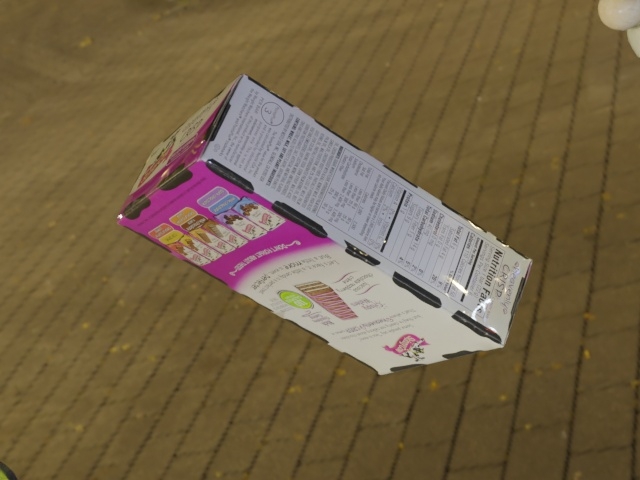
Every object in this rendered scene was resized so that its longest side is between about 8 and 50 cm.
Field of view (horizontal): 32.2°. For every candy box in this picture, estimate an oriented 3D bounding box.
[{"bbox_3d":[0.000,0.000,0.745,0.159,0.233,0.071,-24,37,59],"label":"candy box"}]

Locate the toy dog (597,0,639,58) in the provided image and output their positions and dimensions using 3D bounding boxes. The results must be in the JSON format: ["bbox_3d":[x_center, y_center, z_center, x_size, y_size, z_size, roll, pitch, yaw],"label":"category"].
[{"bbox_3d":[0.204,-0.210,0.536,0.161,0.333,0.220,2,34,-11],"label":"toy dog"}]

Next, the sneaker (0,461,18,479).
[{"bbox_3d":[-0.252,0.151,0.454,0.300,0.111,0.121,3,30,-38],"label":"sneaker"}]
